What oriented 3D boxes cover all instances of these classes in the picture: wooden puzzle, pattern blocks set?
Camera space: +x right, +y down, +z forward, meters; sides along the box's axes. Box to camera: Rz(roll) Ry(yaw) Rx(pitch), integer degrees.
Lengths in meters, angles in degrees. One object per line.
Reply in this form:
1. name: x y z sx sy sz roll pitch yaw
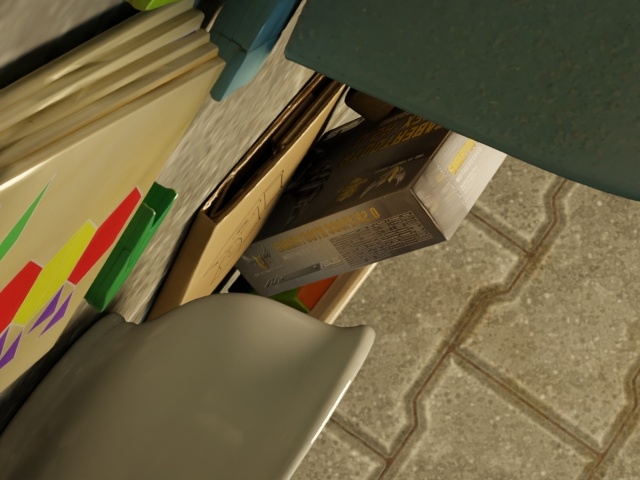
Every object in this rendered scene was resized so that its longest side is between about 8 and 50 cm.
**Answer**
1. wooden puzzle: 0.000 0.000 1.252 0.239 0.044 0.221 -47 -160 -18
2. pattern blocks set: -0.096 0.007 0.386 0.285 0.026 0.325 -55 178 14

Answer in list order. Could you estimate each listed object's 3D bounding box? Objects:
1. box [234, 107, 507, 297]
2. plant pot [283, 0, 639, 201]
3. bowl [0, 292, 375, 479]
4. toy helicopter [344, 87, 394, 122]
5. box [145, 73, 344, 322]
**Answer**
1. box: 0.049 -0.050 1.102 0.231 0.056 0.183 -19 -155 48
2. plant pot: 0.176 -0.151 0.502 0.248 0.252 0.247 -59 180 -41
3. bowl: -0.106 0.135 0.747 0.298 0.134 0.298 -55 177 -4
4. toy helicopter: 0.116 -0.195 1.016 0.235 0.140 0.355 -61 -168 -27
5. box: -0.060 -0.014 0.929 0.164 0.021 0.201 -53 178 -36
